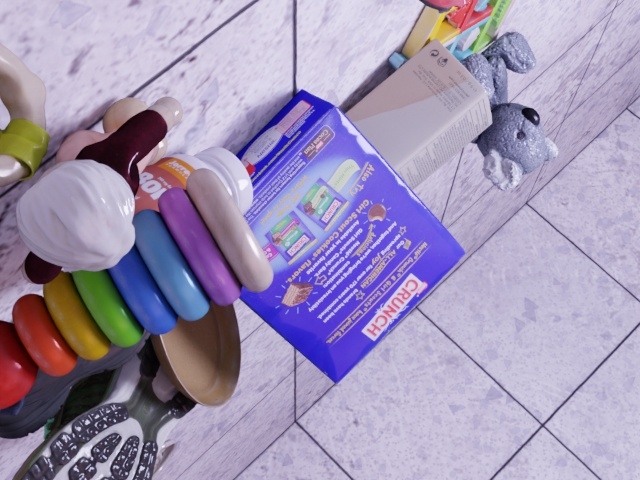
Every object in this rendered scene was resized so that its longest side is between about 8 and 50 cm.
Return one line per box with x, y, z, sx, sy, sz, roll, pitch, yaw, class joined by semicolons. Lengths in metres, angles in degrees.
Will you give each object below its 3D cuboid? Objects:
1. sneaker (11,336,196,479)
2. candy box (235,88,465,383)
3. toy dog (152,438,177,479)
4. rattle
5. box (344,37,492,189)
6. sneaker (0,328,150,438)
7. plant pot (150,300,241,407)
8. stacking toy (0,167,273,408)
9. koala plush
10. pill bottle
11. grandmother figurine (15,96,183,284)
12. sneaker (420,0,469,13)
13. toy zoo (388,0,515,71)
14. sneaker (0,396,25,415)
-0.308;0.260;1.403;0.182;0.158;0.410;-14;-156;34;sneaker
0.000;0.000;1.436;0.268;0.122;0.317;-45;121;-2;candy box
-0.390;0.392;1.720;0.333;0.161;0.220;-55;166;-28;toy dog
-0.324;-0.109;0.830;0.200;0.143;0.130;12;88;-54;rattle
0.100;-0.141;1.588;0.311;0.121;0.148;-39;162;-1;box
-0.313;0.125;1.289;0.286;0.109;0.130;-46;158;-10;sneaker
-0.178;0.116;1.452;0.032;0.236;0.236;-14;173;19;plant pot
-0.218;0.065;1.053;0.330;0.141;0.141;-31;162;-4;stacking toy
0.300;-0.198;1.786;0.196;0.221;0.203;-36;176;-43;koala plush
-0.183;-0.027;1.212;0.216;0.121;0.121;-34;159;-40;pill bottle
-0.202;-0.045;0.927;0.208;0.104;0.342;-61;-170;6;grandmother figurine
0.235;-0.409;1.396;0.276;0.097;0.135;-35;163;-30;sneaker
0.211;-0.331;1.642;0.293;0.030;0.192;-35;161;-35;toy zoo
-0.411;0.149;1.054;0.111;0.121;0.300;-54;162;24;sneaker
